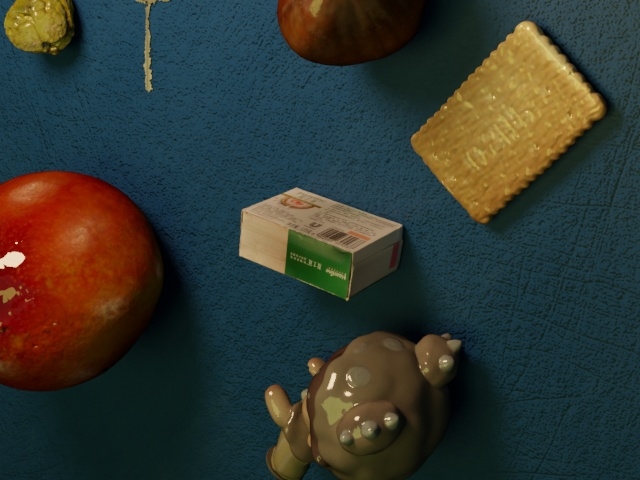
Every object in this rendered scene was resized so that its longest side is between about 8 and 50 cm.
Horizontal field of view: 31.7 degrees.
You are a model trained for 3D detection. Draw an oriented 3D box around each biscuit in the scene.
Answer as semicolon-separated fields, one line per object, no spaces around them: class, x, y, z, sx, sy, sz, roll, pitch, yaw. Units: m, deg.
biscuit;0.237;-0.147;1.446;0.160;0.030;0.249;50;128;10

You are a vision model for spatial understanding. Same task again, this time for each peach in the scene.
peach;-0.448;0.070;1.817;0.388;0.388;0.388;14;114;32

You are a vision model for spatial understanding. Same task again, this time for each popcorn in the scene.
popcorn;-0.453;-0.357;1.837;0.106;0.116;0.120;40;87;-17

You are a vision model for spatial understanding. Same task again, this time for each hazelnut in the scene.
hazelnut;0.047;-0.310;1.422;0.210;0.210;0.186;-21;133;39

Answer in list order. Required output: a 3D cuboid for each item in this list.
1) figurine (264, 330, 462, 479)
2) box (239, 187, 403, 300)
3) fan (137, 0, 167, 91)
figurine;0.042;0.260;1.633;0.203;0.248;0.381;56;142;-1
box;0.000;0.000;1.608;0.199;0.135;0.081;23;119;29
fan;-0.269;-0.389;1.743;0.191;0.009;0.329;19;117;29
